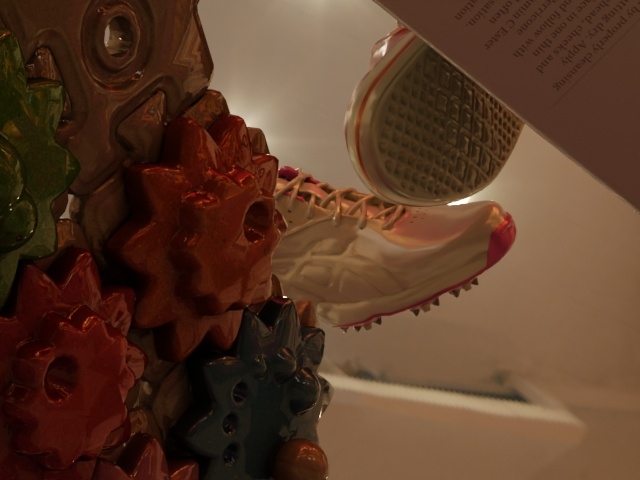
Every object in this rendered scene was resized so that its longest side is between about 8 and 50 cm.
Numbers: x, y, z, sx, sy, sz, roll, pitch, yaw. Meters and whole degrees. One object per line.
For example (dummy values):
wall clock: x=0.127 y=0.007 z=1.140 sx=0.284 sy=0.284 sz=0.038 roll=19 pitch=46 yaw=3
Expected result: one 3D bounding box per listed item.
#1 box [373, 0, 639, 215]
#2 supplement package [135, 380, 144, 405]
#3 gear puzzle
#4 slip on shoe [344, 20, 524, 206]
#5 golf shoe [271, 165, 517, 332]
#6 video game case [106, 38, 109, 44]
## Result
box: x=0.160 y=-0.166 z=0.933 sx=0.345 sy=0.215 sz=0.168 roll=35 pitch=-70 yaw=-26
supplement package: x=-0.182 y=0.069 z=0.618 sx=0.244 sy=0.139 sz=0.134 roll=14 pitch=-83 yaw=-41
gear puzzle: x=-0.067 y=-0.018 z=0.491 sx=0.175 sy=0.044 sz=0.339 roll=-46 pitch=-47 yaw=-38
slip on shoe: x=0.079 y=-0.106 z=1.113 sx=0.101 sy=0.331 sz=0.123 roll=-7 pitch=-70 yaw=24
golf shoe: x=0.000 y=0.000 z=1.257 sx=0.306 sy=0.115 sz=0.140 roll=-14 pitch=-72 yaw=21
video game case: x=-0.091 y=-0.183 z=1.029 sx=0.011 sy=0.087 sz=0.122 roll=36 pitch=-60 yaw=6
